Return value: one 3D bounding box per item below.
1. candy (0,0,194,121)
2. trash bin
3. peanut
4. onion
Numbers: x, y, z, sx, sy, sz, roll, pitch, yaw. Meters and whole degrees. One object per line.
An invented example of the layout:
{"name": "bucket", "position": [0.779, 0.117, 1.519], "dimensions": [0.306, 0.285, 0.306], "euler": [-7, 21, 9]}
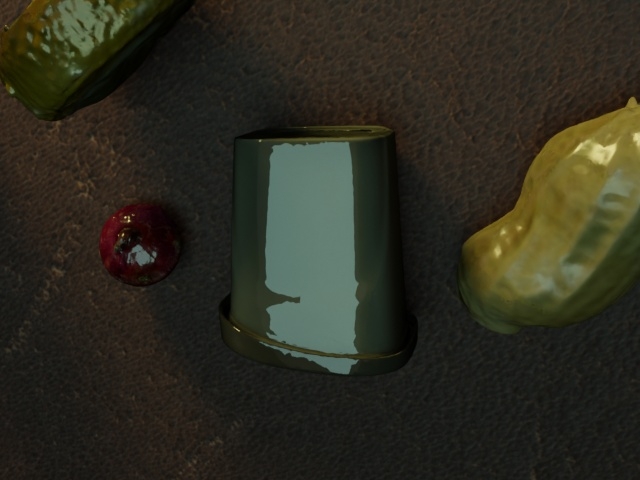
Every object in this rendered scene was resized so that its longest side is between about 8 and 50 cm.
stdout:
{"name": "candy", "position": [-0.233, -0.239, 1.011], "dimensions": [0.260, 0.260, 0.118], "euler": [-40, 102, 20]}
{"name": "trash bin", "position": [0.000, 0.000, 1.071], "dimensions": [0.219, 0.220, 0.250], "euler": [1, 101, 9]}
{"name": "peanut", "position": [0.293, -0.015, 1.028], "dimensions": [0.174, 0.158, 0.340], "euler": [22, 117, -19]}
{"name": "onion", "position": [-0.228, 0.006, 1.177], "dimensions": [0.107, 0.097, 0.107], "euler": [-1, 87, 12]}
